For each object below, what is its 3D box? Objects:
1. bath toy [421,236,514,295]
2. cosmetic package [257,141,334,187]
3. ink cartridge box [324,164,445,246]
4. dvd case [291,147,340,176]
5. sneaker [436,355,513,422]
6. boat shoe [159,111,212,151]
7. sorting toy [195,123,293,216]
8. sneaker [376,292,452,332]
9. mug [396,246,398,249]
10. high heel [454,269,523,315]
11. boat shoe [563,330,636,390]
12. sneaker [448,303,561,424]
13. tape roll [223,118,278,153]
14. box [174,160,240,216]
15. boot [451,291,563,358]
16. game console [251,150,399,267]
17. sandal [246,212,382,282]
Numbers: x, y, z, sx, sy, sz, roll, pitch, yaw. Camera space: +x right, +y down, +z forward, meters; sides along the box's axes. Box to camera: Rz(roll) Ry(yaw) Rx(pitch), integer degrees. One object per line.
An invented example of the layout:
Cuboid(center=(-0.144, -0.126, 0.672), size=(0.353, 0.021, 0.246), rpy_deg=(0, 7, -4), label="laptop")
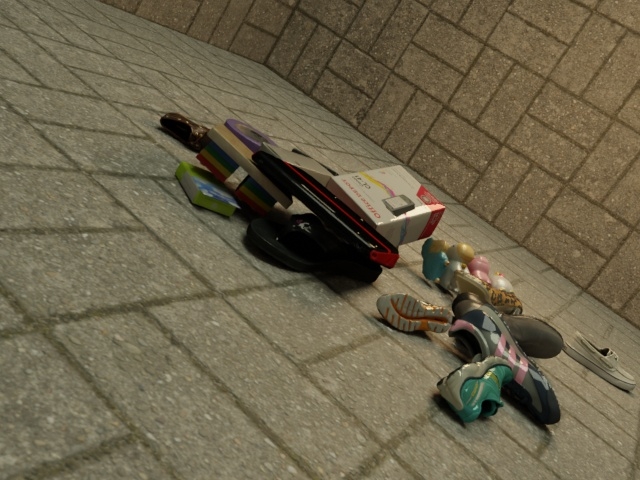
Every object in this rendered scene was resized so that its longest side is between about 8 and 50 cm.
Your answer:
Cuboid(center=(0.465, 0.103, 2.126), size=(0.348, 0.151, 0.129), rpy_deg=(26, 14, -31), label="bath toy")
Cuboid(center=(-0.085, -0.208, 2.095), size=(0.238, 0.107, 0.127), rpy_deg=(7, 29, -49), label="cosmetic package")
Cuboid(center=(0.180, -0.095, 2.005), size=(0.306, 0.131, 0.226), rpy_deg=(-14, 51, -42), label="ink cartridge box")
Cuboid(center=(0.008, -0.234, 2.332), size=(0.179, 0.029, 0.239), rpy_deg=(31, 1, 18), label="dvd case")
Cuboid(center=(0.331, 0.313, 1.413), size=(0.275, 0.107, 0.110), rpy_deg=(-1, 56, -54), label="sneaker")
Cuboid(center=(-0.355, -0.292, 1.910), size=(0.207, 0.073, 0.073), rpy_deg=(26, 18, 5), label="boat shoe")
Cuboid(center=(-0.193, -0.168, 1.706), size=(0.255, 0.089, 0.257), rpy_deg=(43, 6, -11), label="sorting toy")
Cuboid(center=(0.210, 0.171, 1.608), size=(0.215, 0.084, 0.083), rpy_deg=(21, -1, -32), label="sneaker")
Cuboid(center=(0.193, 0.020, 2.023), size=(0.064, 0.062, 0.078), rpy_deg=(18, 14, -19), label="mug")
Cuboid(center=(0.508, 0.156, 2.070), size=(0.261, 0.093, 0.186), rpy_deg=(46, 34, -4), label="high heel")
Cuboid(center=(0.930, 0.391, 2.234), size=(0.267, 0.088, 0.096), rpy_deg=(34, 16, 5), label="boat shoe")
Cuboid(center=(0.419, 0.305, 1.586), size=(0.131, 0.112, 0.319), rpy_deg=(-22, 58, -18), label="sneaker")
Cuboid(center=(-0.229, -0.299, 2.135), size=(0.189, 0.080, 0.189), rpy_deg=(30, 17, -10), label="tape roll")
Cuboid(center=(-0.267, -0.119, 1.610), size=(0.109, 0.042, 0.178), rpy_deg=(20, 20, -37), label="box")
Cuboid(center=(0.502, 0.273, 1.801), size=(0.338, 0.118, 0.222), rpy_deg=(20, 21, -4), label="boot")
Cuboid(center=(0.021, -0.069, 1.694), size=(0.386, 0.060, 0.342), rpy_deg=(41, 10, 16), label="game console")
Cuboid(center=(0.000, -0.001, 1.643), size=(0.446, 0.107, 0.167), rpy_deg=(14, 25, -49), label="sandal")
